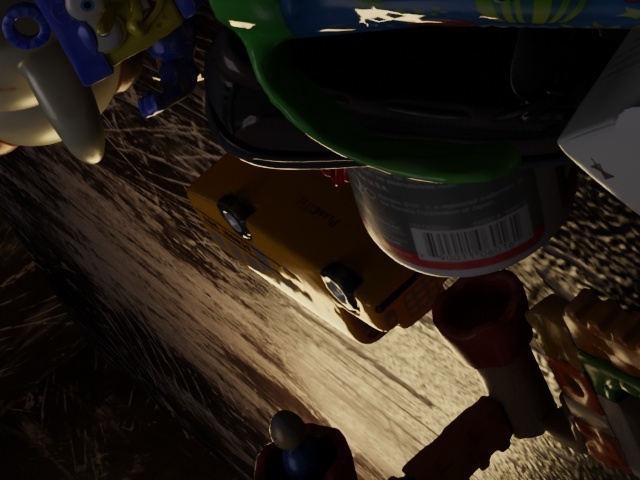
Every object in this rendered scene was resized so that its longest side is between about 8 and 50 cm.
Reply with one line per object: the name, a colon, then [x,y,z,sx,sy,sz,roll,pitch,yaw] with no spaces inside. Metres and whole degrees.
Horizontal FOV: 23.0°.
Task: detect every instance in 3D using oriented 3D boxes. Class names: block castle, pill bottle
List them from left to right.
pill bottle: [0.076,-0.120,1.042,0.161,0.161,0.283,37,159,37]
block castle: [0.185,0.200,1.214,0.453,0.303,0.213,27,151,51]

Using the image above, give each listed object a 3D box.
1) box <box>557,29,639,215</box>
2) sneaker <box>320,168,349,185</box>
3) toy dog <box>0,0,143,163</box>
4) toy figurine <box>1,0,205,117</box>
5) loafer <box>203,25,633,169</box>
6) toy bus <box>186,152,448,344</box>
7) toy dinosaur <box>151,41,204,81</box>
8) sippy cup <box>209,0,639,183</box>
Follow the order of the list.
box: [0.245,-0.051,0.766,0.182,0.119,0.181,38,166,-9]
sneaker: [0.066,-0.058,1.254,0.221,0.128,0.087,56,162,-20]
toy dog: [-0.297,-0.237,1.591,0.395,0.284,0.408,48,169,7]
toy figurine: [-0.139,-0.193,1.239,0.191,0.217,0.362,-111,-4,-52]
loafer: [0.085,-0.099,0.859,0.095,0.302,0.109,88,174,-71]
toy bus: [0.000,0.000,1.586,0.332,0.108,0.130,32,157,45]
toy dinosaur: [-0.152,-0.217,1.627,0.211,0.064,0.112,121,140,-77]
sippy cup: [0.080,-0.193,0.714,0.224,0.240,0.305,11,144,7]
